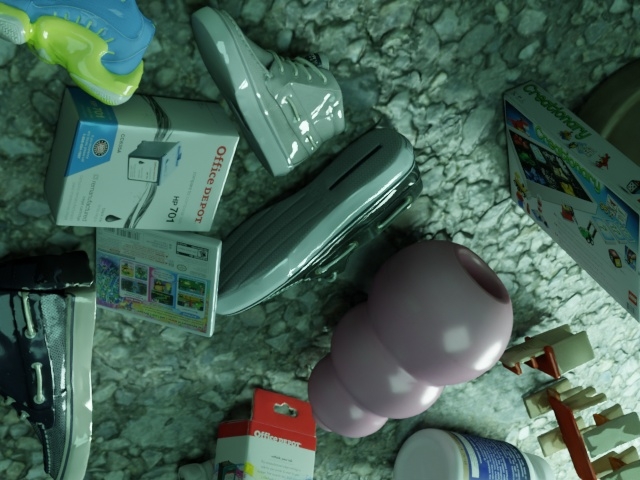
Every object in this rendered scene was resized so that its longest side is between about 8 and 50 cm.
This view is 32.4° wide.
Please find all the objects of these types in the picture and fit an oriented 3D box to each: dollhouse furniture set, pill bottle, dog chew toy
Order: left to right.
[{"bbox_3d":[0.111,0.154,1.550,0.206,0.207,0.332,26,117,-39],"label":"dog chew toy"},{"bbox_3d":[0.264,0.406,1.851,0.264,0.153,0.153,16,116,-36],"label":"pill bottle"},{"bbox_3d":[0.393,0.278,1.772,0.135,0.262,0.259,-23,99,-8],"label":"dollhouse furniture set"}]

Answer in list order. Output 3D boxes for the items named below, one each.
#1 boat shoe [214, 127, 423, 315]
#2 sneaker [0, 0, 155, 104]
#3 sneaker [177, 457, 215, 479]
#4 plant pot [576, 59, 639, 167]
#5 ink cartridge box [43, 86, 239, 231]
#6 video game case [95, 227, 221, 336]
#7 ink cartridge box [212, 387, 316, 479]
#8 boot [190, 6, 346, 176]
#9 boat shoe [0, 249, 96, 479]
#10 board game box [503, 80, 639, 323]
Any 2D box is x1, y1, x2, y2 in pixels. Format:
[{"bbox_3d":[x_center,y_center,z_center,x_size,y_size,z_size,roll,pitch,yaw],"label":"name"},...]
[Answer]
[{"bbox_3d":[0.000,0.000,1.415,0.335,0.121,0.119,-37,129,0],"label":"boat shoe"},{"bbox_3d":[-0.269,-0.245,1.125,0.240,0.091,0.126,34,87,-41],"label":"sneaker"},{"bbox_3d":[-0.144,0.422,1.695,0.115,0.090,0.232,-19,132,-18],"label":"sneaker"},{"bbox_3d":[0.530,-0.062,1.501,0.323,0.280,0.323,-10,118,-19],"label":"plant pot"},{"bbox_3d":[-0.207,-0.090,1.266,0.190,0.082,0.140,3,123,-28],"label":"ink cartridge box"},{"bbox_3d":[-0.202,0.042,1.354,0.157,0.019,0.143,14,125,8],"label":"video game case"},{"bbox_3d":[-0.084,0.346,1.622,0.134,0.231,0.078,23,153,-38],"label":"ink cartridge box"},{"bbox_3d":[-0.052,-0.192,1.272,0.123,0.095,0.258,-35,142,-7],"label":"boot"},{"bbox_3d":[-0.368,0.166,1.367,0.158,0.127,0.341,-2,118,-19],"label":"boat shoe"},{"bbox_3d":[0.343,-0.054,1.428,0.053,0.305,0.193,-24,133,-12],"label":"board game box"}]
